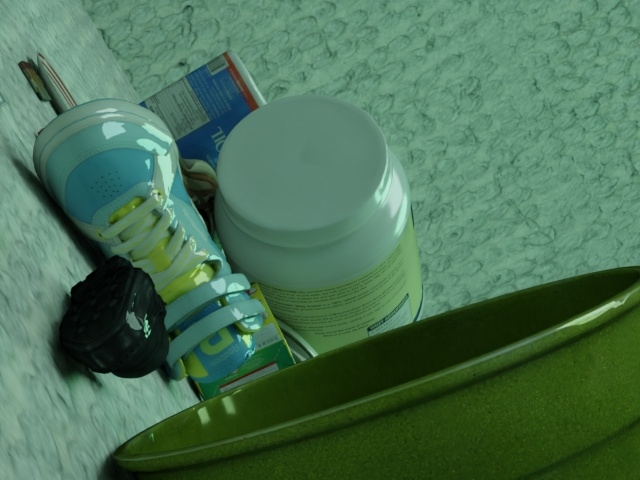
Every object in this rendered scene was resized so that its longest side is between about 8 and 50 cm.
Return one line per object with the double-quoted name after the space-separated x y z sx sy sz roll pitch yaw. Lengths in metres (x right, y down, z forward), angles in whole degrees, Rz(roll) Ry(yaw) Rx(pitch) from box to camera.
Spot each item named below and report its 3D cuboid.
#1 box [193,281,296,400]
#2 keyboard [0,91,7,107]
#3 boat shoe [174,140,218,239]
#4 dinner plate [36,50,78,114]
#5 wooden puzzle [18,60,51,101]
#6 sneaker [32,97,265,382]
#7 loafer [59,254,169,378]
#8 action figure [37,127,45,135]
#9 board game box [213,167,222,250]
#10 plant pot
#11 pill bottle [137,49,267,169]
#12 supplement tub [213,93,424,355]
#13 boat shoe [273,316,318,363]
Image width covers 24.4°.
-0.097 0.106 1.597 0.179 0.105 0.043 -121 -172 -64 "box"
-0.345 -0.221 1.265 0.256 0.014 0.072 59 0 -12 "keyboard"
-0.183 -0.034 1.791 0.116 0.123 0.324 66 8 13 "boat shoe"
-0.311 -0.168 1.804 0.141 0.017 0.141 60 0 1 "dinner plate"
-0.325 -0.181 1.685 0.049 0.006 0.083 59 0 -3 "wooden puzzle"
-0.141 0.015 1.359 0.208 0.127 0.319 58 0 28 "sneaker"
-0.139 0.062 1.069 0.078 0.076 0.223 51 -2 -10 "loafer"
-0.257 -0.086 1.461 0.038 0.030 0.115 53 2 -36 "action figure"
-0.170 -0.057 2.083 0.136 0.030 0.259 62 -28 24 "board game box"
0.098 0.240 0.968 0.366 0.367 0.353 -123 -166 -90 "plant pot"
-0.176 -0.141 1.918 0.124 0.221 0.124 59 1 -1 "pill bottle"
0.000 0.000 1.813 0.235 0.235 0.325 59 -10 34 "supplement tub"
-0.029 0.219 1.760 0.305 0.109 0.091 57 26 -9 "boat shoe"
